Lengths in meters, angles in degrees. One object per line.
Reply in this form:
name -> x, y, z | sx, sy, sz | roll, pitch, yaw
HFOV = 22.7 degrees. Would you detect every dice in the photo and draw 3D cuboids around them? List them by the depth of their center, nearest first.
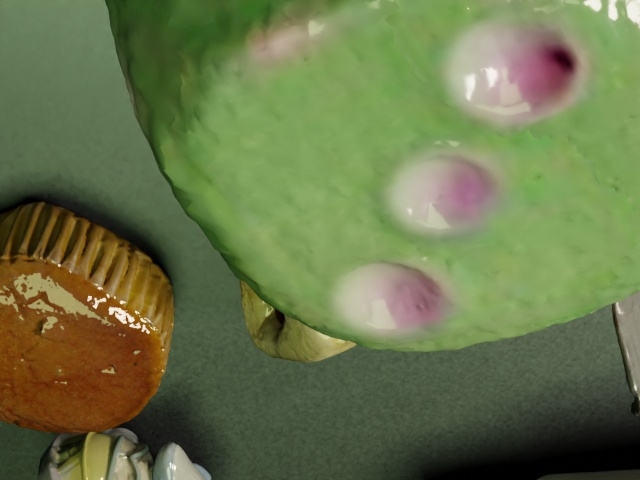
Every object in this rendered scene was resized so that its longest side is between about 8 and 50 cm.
dice -> 0.071, -0.147, 1.002 | 0.322, 0.318, 0.330 | -17, 132, 18

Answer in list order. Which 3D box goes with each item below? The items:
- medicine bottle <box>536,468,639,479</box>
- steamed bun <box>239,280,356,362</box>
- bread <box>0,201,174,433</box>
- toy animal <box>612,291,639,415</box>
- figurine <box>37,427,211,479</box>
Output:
medicine bottle -> 0.253, 0.303, 1.377 | 0.340, 0.208, 0.208 | -8, 124, 20
steamed bun -> 0.000, 0.000, 1.241 | 0.141, 0.172, 0.155 | -27, 98, -27
bread -> -0.219, 0.072, 1.303 | 0.199, 0.104, 0.199 | 0, 126, 1
toy animal -> 0.315, -0.032, 1.231 | 0.284, 0.225, 0.302 | 0, 114, -23
figurine -> -0.177, 0.246, 1.411 | 0.184, 0.128, 0.208 | 30, 123, -17
